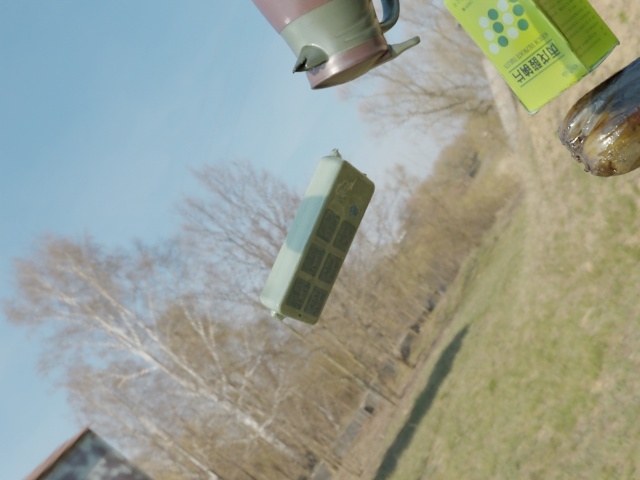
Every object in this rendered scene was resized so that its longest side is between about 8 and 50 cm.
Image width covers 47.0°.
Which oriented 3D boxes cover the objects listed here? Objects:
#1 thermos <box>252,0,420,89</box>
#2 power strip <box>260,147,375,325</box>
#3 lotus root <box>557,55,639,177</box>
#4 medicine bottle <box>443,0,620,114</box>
[{"bbox_3d":[-0.011,-0.289,0.741,0.176,0.265,0.146,-31,8,-35],"label":"thermos"},{"bbox_3d":[0.000,0.000,1.106,0.118,0.046,0.271,29,-98,-53],"label":"power strip"},{"bbox_3d":[0.518,-0.232,1.109,0.329,0.167,0.078,-39,-30,1],"label":"lotus root"},{"bbox_3d":[0.338,-0.351,1.189,0.141,0.250,0.137,-42,3,-37],"label":"medicine bottle"}]
